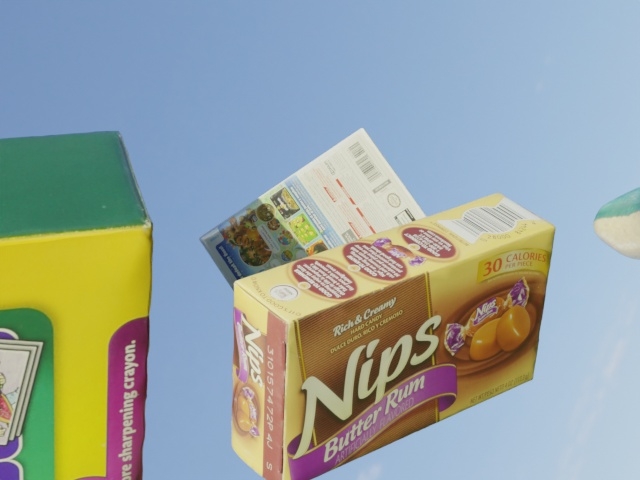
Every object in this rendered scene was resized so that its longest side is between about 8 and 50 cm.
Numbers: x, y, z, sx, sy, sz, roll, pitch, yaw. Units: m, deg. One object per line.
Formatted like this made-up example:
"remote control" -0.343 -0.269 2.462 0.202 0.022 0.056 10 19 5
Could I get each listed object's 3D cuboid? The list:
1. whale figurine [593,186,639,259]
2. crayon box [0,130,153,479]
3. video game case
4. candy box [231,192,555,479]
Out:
"whale figurine" 0.340 -0.012 1.003 0.216 0.272 0.141 155 128 -71
"crayon box" -0.260 0.126 0.752 0.313 0.106 0.363 -5 -54 -18
"video game case" 0.000 0.000 0.838 0.122 0.087 0.011 -34 -11 -2
"candy box" 0.041 0.051 0.758 0.187 0.053 0.109 -19 -54 -34
